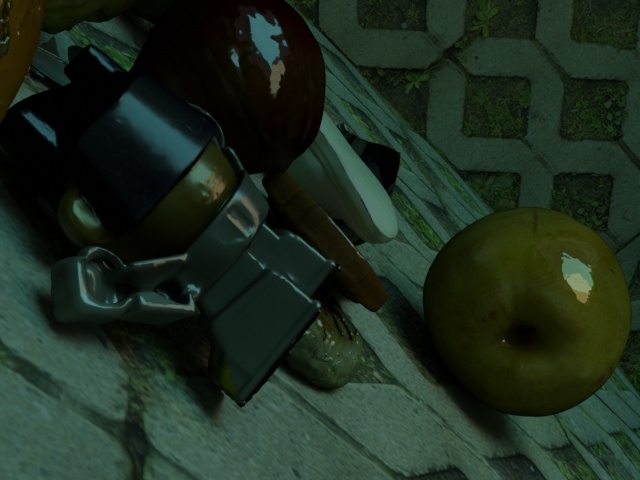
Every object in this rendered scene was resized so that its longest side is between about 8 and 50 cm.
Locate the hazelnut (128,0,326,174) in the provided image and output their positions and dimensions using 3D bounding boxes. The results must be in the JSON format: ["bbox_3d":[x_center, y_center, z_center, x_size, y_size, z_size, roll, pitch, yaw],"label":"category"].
[{"bbox_3d":[-0.089,-0.172,1.163,0.229,0.229,0.229,45,14,-15],"label":"hazelnut"}]

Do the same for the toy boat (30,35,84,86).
[{"bbox_3d":[-0.251,-0.169,1.040,0.105,0.034,0.149,50,13,14],"label":"toy boat"}]

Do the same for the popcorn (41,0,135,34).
[{"bbox_3d":[-0.258,-0.323,0.998,0.237,0.293,0.293,59,4,-42],"label":"popcorn"}]

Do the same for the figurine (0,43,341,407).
[{"bbox_3d":[-0.120,-0.025,0.834,0.308,0.143,0.308,49,12,-14],"label":"figurine"}]

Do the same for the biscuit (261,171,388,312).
[{"bbox_3d":[0.000,0.000,1.226,0.202,0.047,0.334,50,-1,-7],"label":"biscuit"}]

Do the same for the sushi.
[{"bbox_3d":[0.040,-0.084,1.587,0.109,0.134,0.273,58,-8,-27],"label":"sushi"}]

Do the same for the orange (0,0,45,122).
[{"bbox_3d":[-0.256,-0.129,0.495,0.246,0.246,0.246,45,14,-15],"label":"orange"}]

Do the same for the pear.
[{"bbox_3d":[0.292,0.100,1.483,0.314,0.314,0.314,45,14,-15],"label":"pear"}]

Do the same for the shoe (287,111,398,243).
[{"bbox_3d":[0.005,-0.078,1.421,0.095,0.110,0.265,17,37,-53],"label":"shoe"}]

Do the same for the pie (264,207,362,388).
[{"bbox_3d":[-0.048,0.036,1.076,0.274,0.055,0.274,51,11,-13],"label":"pie"}]

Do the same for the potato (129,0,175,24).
[{"bbox_3d":[-0.181,-0.342,1.416,0.271,0.111,0.160,9,2,21],"label":"potato"}]
